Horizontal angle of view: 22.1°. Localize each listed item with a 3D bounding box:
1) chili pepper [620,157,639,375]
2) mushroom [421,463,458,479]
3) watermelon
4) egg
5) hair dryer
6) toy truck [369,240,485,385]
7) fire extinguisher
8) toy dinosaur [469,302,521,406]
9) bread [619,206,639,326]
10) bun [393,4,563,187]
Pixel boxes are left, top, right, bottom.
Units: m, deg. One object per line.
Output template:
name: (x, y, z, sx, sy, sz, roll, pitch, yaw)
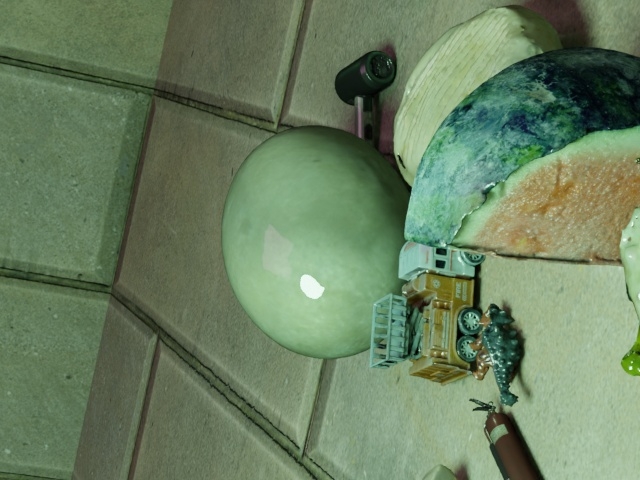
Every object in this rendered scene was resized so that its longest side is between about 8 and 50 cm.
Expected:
chili pepper: (0.322, 0.029, 1.488, 0.072, 0.073, 0.204, 28, 119, 50)
mushroom: (0.102, 0.376, 1.861, 0.108, 0.096, 0.247, 43, 126, 37)
watermelon: (0.241, -0.052, 1.535, 0.226, 0.318, 0.148, 64, 167, -23)
egg: (0.000, 0.000, 2.087, 0.352, 0.258, 0.258, -103, 31, -46)
hair dryer: (0.066, -0.162, 2.303, 0.100, 0.057, 0.198, 159, 111, -66)
toy truck: (0.125, 0.072, 1.921, 0.080, 0.115, 0.178, 145, 134, -62)
fire extinguisher: (0.204, 0.234, 1.757, 0.173, 0.035, 0.049, -111, -1, -55)
toy dinosaur: (0.197, 0.127, 1.799, 0.154, 0.049, 0.055, -96, 29, -49)
bread: (0.407, -0.031, 1.058, 0.395, 0.264, 0.239, -54, 44, 49)
bun: (0.187, -0.142, 1.816, 0.239, 0.141, 0.239, -38, 31, 28)
